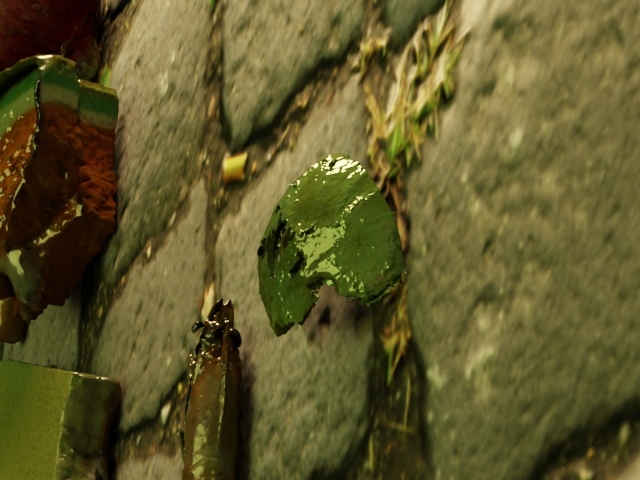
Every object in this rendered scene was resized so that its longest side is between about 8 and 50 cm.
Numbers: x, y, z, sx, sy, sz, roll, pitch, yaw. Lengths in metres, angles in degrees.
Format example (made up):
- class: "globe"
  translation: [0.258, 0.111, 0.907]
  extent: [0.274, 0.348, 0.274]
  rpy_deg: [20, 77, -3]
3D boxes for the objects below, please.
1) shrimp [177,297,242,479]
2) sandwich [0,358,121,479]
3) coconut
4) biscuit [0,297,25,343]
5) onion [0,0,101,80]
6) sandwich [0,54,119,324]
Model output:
- class: "shrimp"
  translation: [-0.084, 0.134, 1.269]
  extent: [0.101, 0.042, 0.190]
  rpy_deg: [155, 123, -71]
- class: "sandwich"
  translation: [-0.235, 0.169, 1.578]
  extent: [0.212, 0.063, 0.245]
  rpy_deg: [-49, 37, 42]
- class: "coconut"
  translation: [-0.005, 0.001, 1.136]
  extent: [0.158, 0.055, 0.133]
  rpy_deg: [-43, 43, 51]
- class: "biscuit"
  translation: [-0.322, -0.015, 1.874]
  extent: [0.164, 0.047, 0.208]
  rpy_deg: [-127, 52, -61]
- class: "onion"
  translation: [-0.287, -0.211, 1.782]
  extent: [0.147, 0.184, 0.184]
  rpy_deg: [48, 137, 9]
- class: "sandwich"
  translation: [-0.278, -0.045, 1.683]
  extent: [0.212, 0.109, 0.292]
  rpy_deg: [49, 121, 41]
